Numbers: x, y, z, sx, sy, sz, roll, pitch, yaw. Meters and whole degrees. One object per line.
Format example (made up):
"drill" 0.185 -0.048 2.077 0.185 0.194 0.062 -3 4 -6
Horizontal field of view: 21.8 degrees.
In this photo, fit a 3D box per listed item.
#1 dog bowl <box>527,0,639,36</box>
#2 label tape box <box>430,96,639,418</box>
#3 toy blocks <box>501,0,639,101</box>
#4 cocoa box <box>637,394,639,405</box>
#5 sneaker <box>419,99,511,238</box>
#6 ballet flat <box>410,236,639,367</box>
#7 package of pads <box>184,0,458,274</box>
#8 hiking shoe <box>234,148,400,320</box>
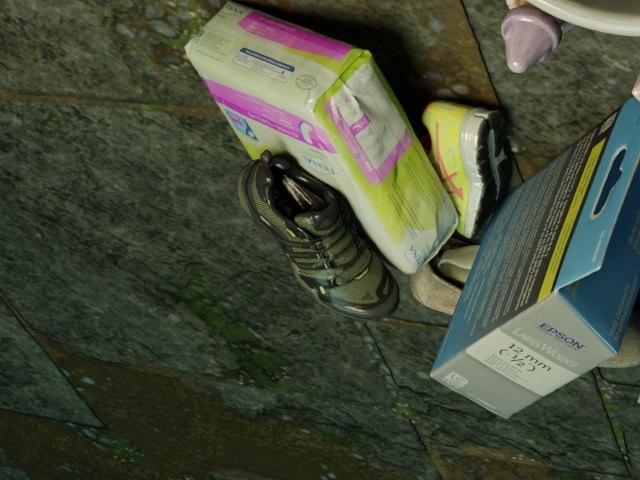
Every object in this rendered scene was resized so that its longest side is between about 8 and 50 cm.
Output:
"dog bowl" 0.235 -0.306 1.194 0.348 0.102 0.349 11 122 18
"label tape box" 0.270 0.015 1.726 0.115 0.249 0.347 31 149 -11
"toy blocks" 0.334 -0.163 1.390 0.288 0.260 0.309 38 148 -21
"cocoa box" 0.552 0.135 1.731 0.347 0.231 0.228 -7 137 42
"sneaker" 0.154 -0.085 1.838 0.094 0.081 0.208 24 148 22
"ballet flat" 0.252 0.067 1.976 0.316 0.107 0.106 14 139 16
"package of pads" 0.009 -0.109 1.807 0.229 0.101 0.296 26 158 42
"hiking shoe" 0.000 0.000 1.767 0.227 0.086 0.114 44 167 -4
